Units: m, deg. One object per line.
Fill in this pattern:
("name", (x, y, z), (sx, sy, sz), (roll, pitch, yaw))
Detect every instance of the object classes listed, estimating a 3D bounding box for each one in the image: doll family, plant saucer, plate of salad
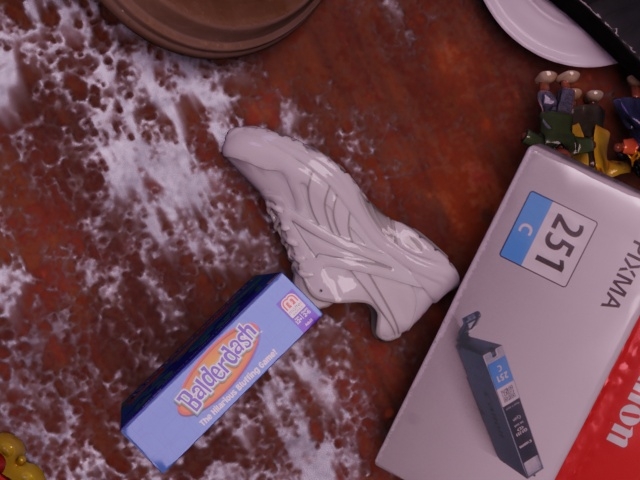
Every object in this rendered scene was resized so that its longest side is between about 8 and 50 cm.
("doll family", (0.262, -0.079, 1.171), (0.193, 0.076, 0.111), (1, 69, -4))
("plant saucer", (-0.081, -0.285, 1.086), (0.278, 0.041, 0.277), (-4, 96, -35))
("plate of salad", (0.226, -0.247, 1.185), (0.200, 0.048, 0.199), (1, 86, -8))

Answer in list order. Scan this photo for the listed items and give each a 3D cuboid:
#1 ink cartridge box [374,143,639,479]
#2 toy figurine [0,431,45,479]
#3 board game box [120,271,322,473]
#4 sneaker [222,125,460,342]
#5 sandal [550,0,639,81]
("ink cartridge box", (0.224, 0.108, 1.103), (0.261, 0.066, 0.296), (26, 100, 8))
("toy figurine", (-0.392, 0.142, 1.020), (0.217, 0.191, 0.362), (-37, 93, -3))
("board game box", (-0.083, 0.095, 1.049), (0.160, 0.210, 0.047), (-45, 94, -8))
("sneaker", (0.000, 0.000, 1.127), (0.232, 0.090, 0.115), (39, 87, -5))
("sandal", (0.201, -0.276, 1.103), (0.446, 0.107, 0.167), (32, 80, -6))
